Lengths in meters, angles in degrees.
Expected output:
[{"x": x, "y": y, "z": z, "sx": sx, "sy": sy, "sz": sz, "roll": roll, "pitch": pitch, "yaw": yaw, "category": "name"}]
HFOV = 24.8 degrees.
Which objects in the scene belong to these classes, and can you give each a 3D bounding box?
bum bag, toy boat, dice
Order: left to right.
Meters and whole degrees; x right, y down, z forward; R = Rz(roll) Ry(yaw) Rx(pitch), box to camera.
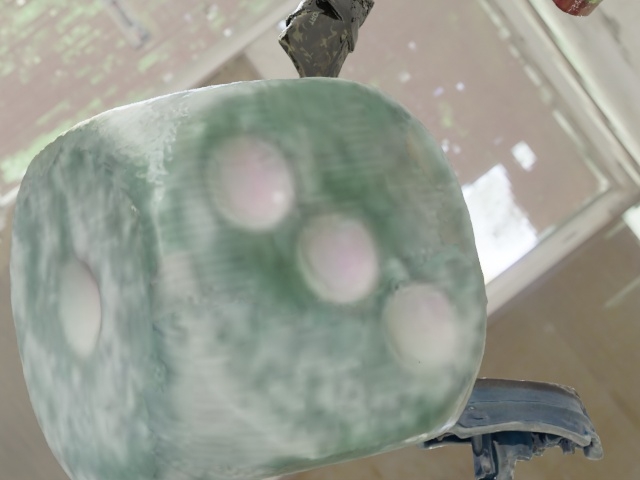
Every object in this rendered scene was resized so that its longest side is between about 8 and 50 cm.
[{"x": -0.066, "y": 0.049, "z": 1.328, "sx": 0.330, "sy": 0.348, "sz": 0.328, "roll": -19, "pitch": -100, "yaw": 54, "category": "dice"}, {"x": 0.010, "y": -0.281, "z": 1.854, "sx": 0.102, "sy": 0.069, "sz": 0.248, "roll": 61, "pitch": 35, "yaw": -40, "category": "bum bag"}, {"x": 0.224, "y": 0.245, "z": 1.785, "sx": 0.129, "sy": 0.309, "sz": 0.142, "roll": -25, "pitch": -118, "yaw": 57, "category": "toy boat"}]

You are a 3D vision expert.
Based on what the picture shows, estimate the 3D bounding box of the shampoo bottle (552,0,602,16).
[{"x": 0.505, "y": -0.498, "z": 2.383, "sx": 0.118, "sy": 0.314, "sz": 0.076, "roll": -6, "pitch": 56, "yaw": -49, "category": "shampoo bottle"}]
